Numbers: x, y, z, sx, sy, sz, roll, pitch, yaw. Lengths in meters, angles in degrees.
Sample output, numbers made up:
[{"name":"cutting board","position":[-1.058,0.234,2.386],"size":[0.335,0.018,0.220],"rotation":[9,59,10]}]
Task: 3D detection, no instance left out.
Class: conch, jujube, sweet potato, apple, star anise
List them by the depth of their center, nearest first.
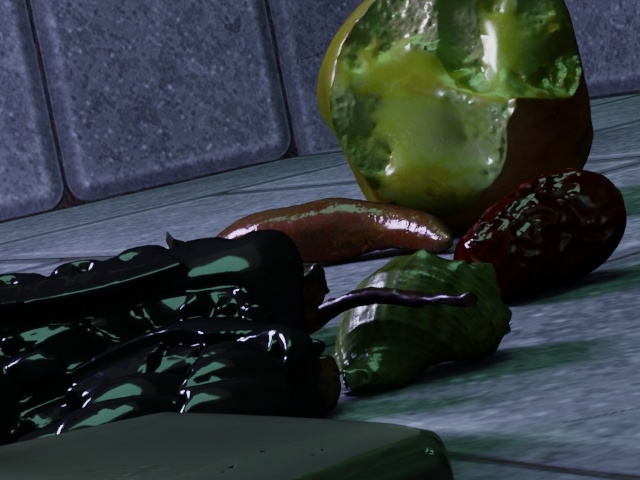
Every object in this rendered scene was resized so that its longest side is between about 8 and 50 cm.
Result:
[{"name":"star anise","position":[-0.013,0.044,0.923],"size":[0.191,0.097,0.070],"rotation":[-7,-18,29]},{"name":"conch","position":[0.051,0.046,0.971],"size":[0.121,0.074,0.089],"rotation":[-38,3,-27]},{"name":"jujube","position":[0.141,0.000,1.174],"size":[0.129,0.077,0.077],"rotation":[-27,14,-32]},{"name":"sweet potato","position":[0.006,-0.005,1.550],"size":[0.255,0.058,0.078],"rotation":[-5,24,26]},{"name":"apple","position":[0.116,-0.124,1.588],"size":[0.226,0.246,0.246],"rotation":[-19,6,0]}]

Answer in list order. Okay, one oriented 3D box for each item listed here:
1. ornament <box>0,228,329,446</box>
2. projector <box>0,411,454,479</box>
[{"name":"ornament","position":[-0.119,0.085,0.738],"size":[0.251,0.106,0.260],"rotation":[-12,11,5]},{"name":"projector","position":[-0.115,0.111,0.443],"size":[0.269,0.088,0.193],"rotation":[-14,5,-33]}]
